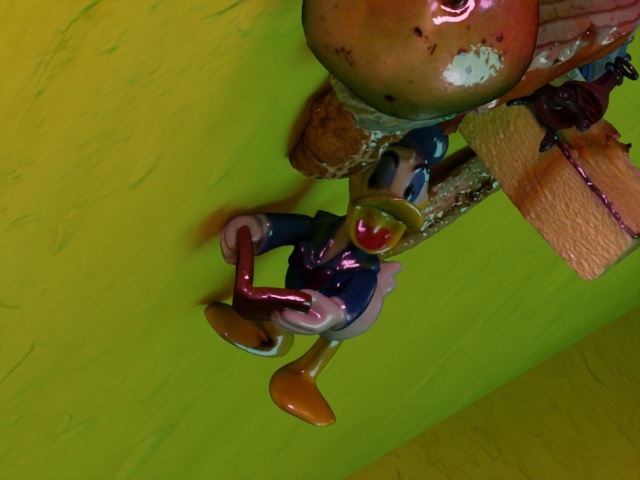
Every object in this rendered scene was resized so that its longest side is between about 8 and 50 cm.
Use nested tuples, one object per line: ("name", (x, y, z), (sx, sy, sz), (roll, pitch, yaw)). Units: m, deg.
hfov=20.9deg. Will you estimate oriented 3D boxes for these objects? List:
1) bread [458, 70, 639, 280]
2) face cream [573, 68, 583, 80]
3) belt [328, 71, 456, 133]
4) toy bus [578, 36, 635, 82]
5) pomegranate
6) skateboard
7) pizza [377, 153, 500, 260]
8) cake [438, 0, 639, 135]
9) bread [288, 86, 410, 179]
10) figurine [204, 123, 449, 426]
("bread", (0.291, -0.103, 1.872), (0.178, 0.240, 0.135), (-33, 171, -31))
("face cream", (0.310, -0.201, 2.024), (0.115, 0.020, 0.038), (-18, 157, -44))
("belt", (0.074, -0.154, 1.416), (0.151, 0.121, 0.079), (-36, 168, 15))
("toy bus", (0.309, -0.221, 1.910), (0.061, 0.051, 0.153), (-24, 165, 0))
("pomegranate", (0.065, -0.174, 1.284), (0.180, 0.180, 0.209), (-33, -166, -16))
("skateboard", (0.253, -0.140, 1.705), (0.080, 0.067, 0.151), (-38, -172, -16))
("pizza", (0.139, -0.043, 2.040), (0.271, 0.056, 0.134), (-27, 171, -37))
("cake", (0.206, -0.199, 1.627), (0.287, 0.098, 0.135), (-33, 167, -15))
("bread", (0.048, -0.118, 1.563), (0.105, 0.076, 0.233), (-23, 158, -48))
("figurine", (0.000, 0.000, 1.739), (0.338, 0.204, 0.283), (-54, 154, 15))
